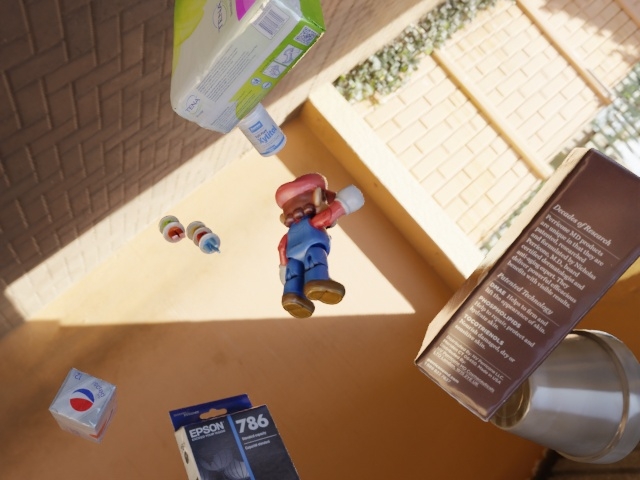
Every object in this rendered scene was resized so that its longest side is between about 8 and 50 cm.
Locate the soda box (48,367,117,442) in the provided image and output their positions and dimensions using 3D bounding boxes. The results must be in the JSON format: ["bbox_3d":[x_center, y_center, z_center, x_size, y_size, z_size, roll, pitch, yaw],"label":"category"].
[{"bbox_3d":[-0.499,0.361,1.214,0.091,0.098,0.286,-69,-172,-30],"label":"soda box"}]

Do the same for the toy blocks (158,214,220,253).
[{"bbox_3d":[-0.298,-0.007,1.309,0.148,0.123,0.054,32,-72,55],"label":"toy blocks"}]

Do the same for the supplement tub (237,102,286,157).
[{"bbox_3d":[-0.128,-0.235,1.202,0.071,0.107,0.071,-22,-138,21],"label":"supplement tub"}]

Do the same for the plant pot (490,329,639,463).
[{"bbox_3d":[0.555,0.369,1.378,0.281,0.322,0.323,9,153,-20],"label":"plant pot"}]

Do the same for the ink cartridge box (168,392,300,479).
[{"bbox_3d":[-0.134,0.395,0.966,0.166,0.332,0.065,-7,133,-32],"label":"ink cartridge box"}]

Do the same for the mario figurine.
[{"bbox_3d":[0.000,0.000,1.184,0.198,0.320,0.170,-6,147,7],"label":"mario figurine"}]

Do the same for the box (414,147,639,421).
[{"bbox_3d":[0.309,0.056,0.826,0.381,0.143,0.191,-54,171,17],"label":"box"}]

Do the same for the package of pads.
[{"bbox_3d":[-0.111,-0.319,0.771,0.101,0.296,0.229,20,139,-35],"label":"package of pads"}]
